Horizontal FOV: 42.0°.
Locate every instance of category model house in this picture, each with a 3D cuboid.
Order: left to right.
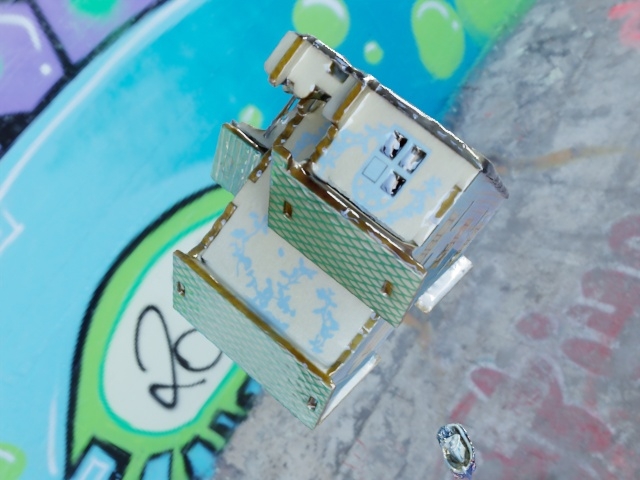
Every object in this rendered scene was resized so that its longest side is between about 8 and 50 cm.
[{"bbox_3d":[0.000,0.000,0.550,0.206,0.178,0.271,-55,-10,9],"label":"model house"}]

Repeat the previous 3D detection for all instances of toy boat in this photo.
[{"bbox_3d":[0.144,0.222,0.883,0.038,0.038,0.083,-37,23,9],"label":"toy boat"}]
